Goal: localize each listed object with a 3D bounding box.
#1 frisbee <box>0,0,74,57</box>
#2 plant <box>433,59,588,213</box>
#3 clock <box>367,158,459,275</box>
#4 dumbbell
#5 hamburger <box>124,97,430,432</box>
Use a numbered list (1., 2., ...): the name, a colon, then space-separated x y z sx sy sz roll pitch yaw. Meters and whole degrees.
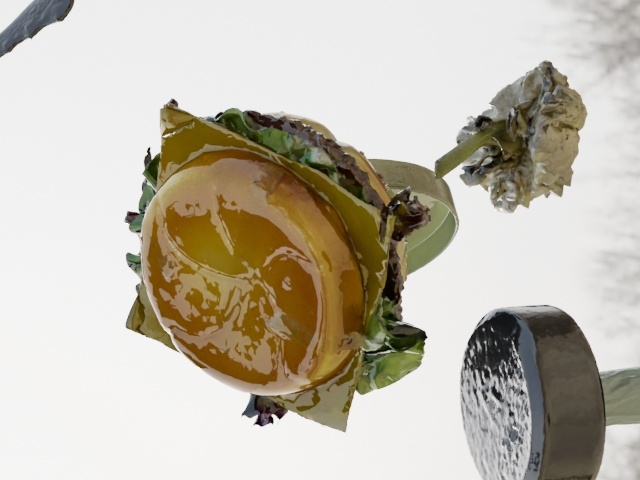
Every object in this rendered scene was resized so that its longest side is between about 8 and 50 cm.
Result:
1. frisbee: -0.308 -0.142 1.471 0.012 0.211 0.187 48 -140 -40
2. plant: 0.135 -0.080 1.279 0.122 0.104 0.116 -6 -56 -39
3. clock: 0.000 0.000 1.423 0.235 0.235 0.029 45 -151 -61
4. dumbbell: 0.173 0.076 0.842 0.191 0.100 0.100 -3 -71 -19
5. hamburger: -0.019 0.008 0.887 0.093 0.189 0.164 -32 -26 -49
